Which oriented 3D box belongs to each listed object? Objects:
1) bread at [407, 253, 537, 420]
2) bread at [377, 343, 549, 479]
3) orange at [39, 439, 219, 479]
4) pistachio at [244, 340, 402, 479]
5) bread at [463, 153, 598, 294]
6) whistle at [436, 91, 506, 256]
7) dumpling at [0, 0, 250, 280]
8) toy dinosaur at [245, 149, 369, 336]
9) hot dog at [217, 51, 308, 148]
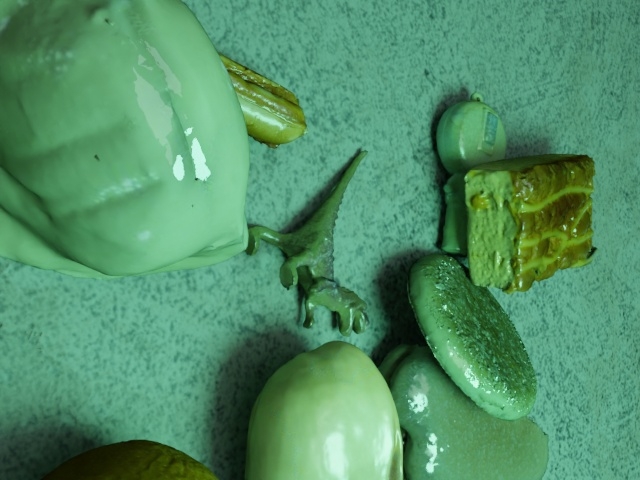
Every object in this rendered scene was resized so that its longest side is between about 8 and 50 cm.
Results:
[{"bbox_3d":[0.218,0.127,1.095,0.267,0.040,0.267,38,30,-27],"label":"bread"},{"bbox_3d":[0.193,0.289,1.111,0.337,0.102,0.183,39,67,-29],"label":"bread"},{"bbox_3d":[-0.182,0.329,0.738,0.264,0.264,0.264,4,83,-36],"label":"orange"},{"bbox_3d":[0.004,0.268,0.923,0.187,0.187,0.300,3,85,-36],"label":"pistachio"},{"bbox_3d":[0.325,-0.035,1.187,0.274,0.114,0.185,-12,101,-49],"label":"bread"},{"bbox_3d":[0.224,-0.104,1.190,0.126,0.067,0.258,18,78,-36],"label":"whistle"},{"bbox_3d":[-0.234,-0.105,0.755,0.315,0.233,0.395,-18,124,-5],"label":"dumpling"},{"bbox_3d":[-0.003,0.002,1.028,0.199,0.072,0.252,1,73,-46],"label":"toy dinosaur"},{"bbox_3d":[-0.115,-0.174,0.940,0.249,0.102,0.076,23,114,-30],"label":"hot dog"}]
